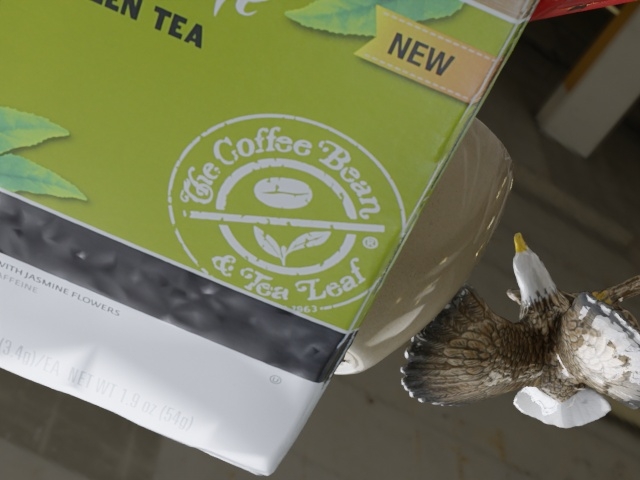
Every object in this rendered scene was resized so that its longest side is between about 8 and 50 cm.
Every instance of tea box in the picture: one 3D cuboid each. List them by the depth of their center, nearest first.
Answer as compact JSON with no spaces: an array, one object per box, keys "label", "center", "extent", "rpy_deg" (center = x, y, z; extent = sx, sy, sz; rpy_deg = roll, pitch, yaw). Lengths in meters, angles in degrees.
[{"label":"tea box","center":[-0.097,-0.116,0.559],"extent":[0.329,0.324,0.220],"rpy_deg":[22,-142,-3]}]

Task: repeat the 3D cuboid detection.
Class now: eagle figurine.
[{"label":"eagle figurine","center":[0.228,0.101,1.196],"extent":[0.225,0.226,0.298],"rpy_deg":[41,-158,6]}]

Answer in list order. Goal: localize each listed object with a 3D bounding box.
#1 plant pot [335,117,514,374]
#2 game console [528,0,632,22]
[{"label":"plant pot","center":[0.000,0.000,0.989],"extent":[0.284,0.284,0.191],"rpy_deg":[26,-112,-20]},{"label":"game console","center":[0.208,-0.372,1.040],"extent":[0.386,0.060,0.342],"rpy_deg":[-21,-89,-48]}]
